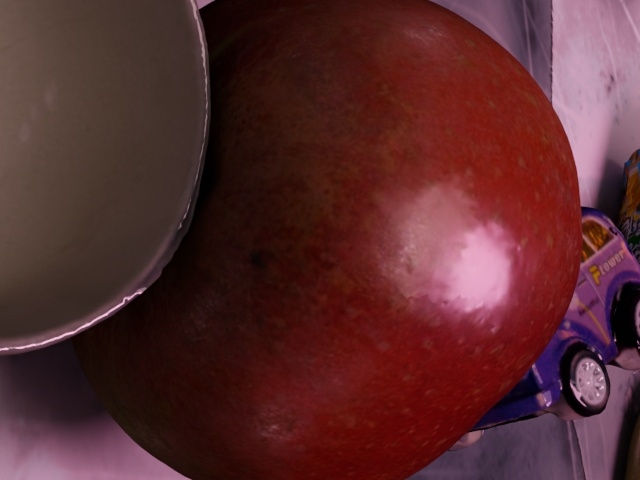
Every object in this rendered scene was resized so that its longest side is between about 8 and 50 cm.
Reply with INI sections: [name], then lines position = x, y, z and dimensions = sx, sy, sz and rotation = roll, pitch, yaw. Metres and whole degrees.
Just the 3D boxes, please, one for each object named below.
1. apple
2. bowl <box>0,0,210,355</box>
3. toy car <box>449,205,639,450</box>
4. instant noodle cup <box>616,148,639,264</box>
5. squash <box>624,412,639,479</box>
[apple]
position = 0.000, 0.000, 1.246
dimensions = 0.277, 0.348, 0.348
rotation = 21, 71, -33
[bowl]
position = -0.222, -0.088, 1.064
dimensions = 0.307, 0.163, 0.307
rotation = 4, 84, -44
[toy car]
position = 0.171, 0.070, 1.665
dimensions = 0.235, 0.172, 0.158
rotation = -34, 100, -48
[instant noodle cup]
position = 0.387, 0.005, 1.925
dimensions = 0.240, 0.240, 0.178
rotation = 31, 57, -51
[squash]
position = 0.367, 0.222, 1.966
dimensions = 0.123, 0.123, 0.187
rotation = 32, 65, -50
